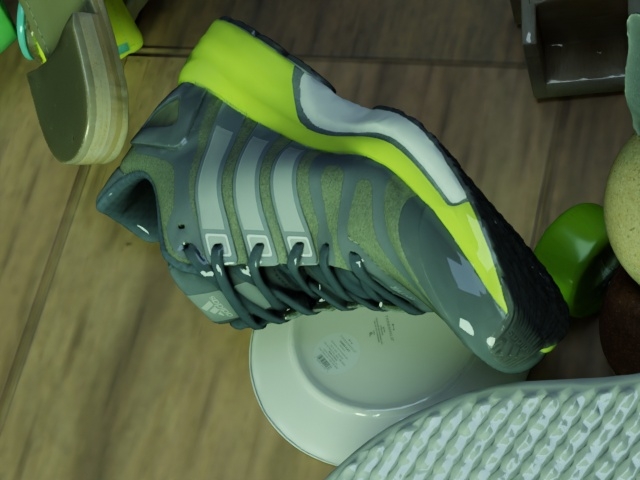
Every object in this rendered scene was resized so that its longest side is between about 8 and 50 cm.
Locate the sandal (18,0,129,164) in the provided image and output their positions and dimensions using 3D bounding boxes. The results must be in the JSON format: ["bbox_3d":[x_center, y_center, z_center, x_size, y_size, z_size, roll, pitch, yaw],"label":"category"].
[{"bbox_3d":[-0.116,-0.151,1.012,0.079,0.088,0.240,-1,69,-33],"label":"sandal"}]

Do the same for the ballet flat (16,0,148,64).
[{"bbox_3d":[-0.122,-0.197,1.099,0.077,0.077,0.231,-3,63,8],"label":"ballet flat"}]

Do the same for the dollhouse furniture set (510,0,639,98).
[{"bbox_3d":[0.212,-0.249,0.868,0.303,0.355,0.174,-5,55,13],"label":"dollhouse furniture set"}]

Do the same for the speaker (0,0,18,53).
[{"bbox_3d":[-0.320,-0.092,1.047,0.296,0.131,0.131,-27,54,-4],"label":"speaker"}]

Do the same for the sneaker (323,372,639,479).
[{"bbox_3d":[0.152,0.132,0.775,0.366,0.150,0.135,-17,42,33],"label":"sneaker"}]

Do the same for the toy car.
[{"bbox_3d":[0.176,-0.020,0.825,0.149,0.188,0.155,-44,57,-15],"label":"toy car"}]

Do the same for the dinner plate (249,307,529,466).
[{"bbox_3d":[0.032,0.044,0.928,0.141,0.017,0.141,-8,55,12],"label":"dinner plate"}]

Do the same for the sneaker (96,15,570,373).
[{"bbox_3d":[0.000,0.000,0.897,0.121,0.111,0.300,-49,36,-6],"label":"sneaker"}]
